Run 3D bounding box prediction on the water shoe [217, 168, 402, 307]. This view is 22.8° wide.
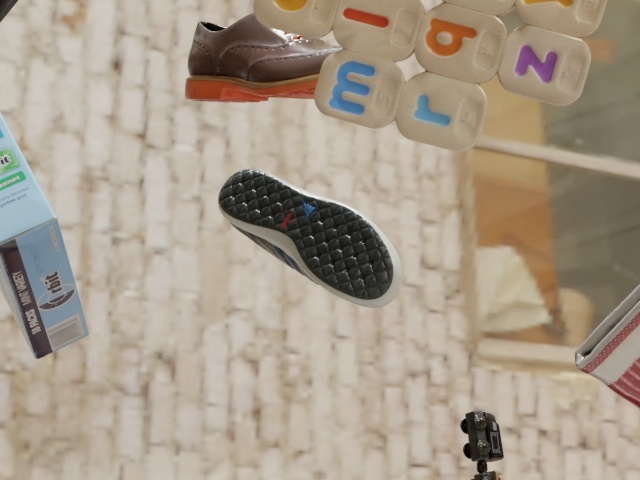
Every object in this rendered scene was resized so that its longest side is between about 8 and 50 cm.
[{"bbox_3d":[0.000,0.000,1.416,0.203,0.080,0.073,35,-97,29],"label":"water shoe"}]

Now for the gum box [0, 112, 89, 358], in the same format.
[{"bbox_3d":[-0.206,-0.039,0.978,0.184,0.041,0.157,58,-15,24],"label":"gum box"}]

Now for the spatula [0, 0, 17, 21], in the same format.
[{"bbox_3d":[-0.399,-0.218,1.763,0.296,0.030,0.084,-42,-118,24],"label":"spatula"}]

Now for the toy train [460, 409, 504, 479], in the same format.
[{"bbox_3d":[0.147,0.224,1.357,0.027,0.036,0.158,-24,-113,50],"label":"toy train"}]

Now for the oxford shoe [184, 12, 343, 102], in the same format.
[{"bbox_3d":[-0.042,-0.197,1.663,0.271,0.097,0.098,2,-87,39],"label":"oxford shoe"}]

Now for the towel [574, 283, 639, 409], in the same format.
[{"bbox_3d":[0.373,0.071,1.252,0.237,0.329,0.037,-50,-143,15],"label":"towel"}]

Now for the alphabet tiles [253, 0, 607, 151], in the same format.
[{"bbox_3d":[0.095,-0.222,1.282,0.021,0.278,0.284,-1,107,-80],"label":"alphabet tiles"}]
